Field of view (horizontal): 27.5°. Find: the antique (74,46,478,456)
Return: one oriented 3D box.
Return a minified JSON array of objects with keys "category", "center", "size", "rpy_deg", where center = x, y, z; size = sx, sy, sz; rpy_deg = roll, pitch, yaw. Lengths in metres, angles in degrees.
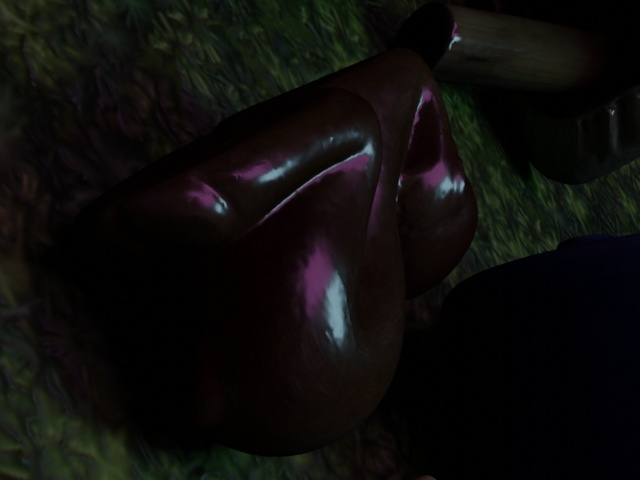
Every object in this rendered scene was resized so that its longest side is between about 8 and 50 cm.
[{"category":"antique","center":[0.000,0.000,0.620],"size":[0.143,0.121,0.257],"rpy_deg":[63,27,-11]}]

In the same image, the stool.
[{"category":"stool","center":[0.207,-0.244,0.998],"size":[0.226,0.310,0.310],"rpy_deg":[20,49,-44]}]

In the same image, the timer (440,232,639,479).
[{"category":"timer","center":[0.222,0.194,0.721],"size":[0.270,0.270,0.383],"rpy_deg":[8,72,-57]}]

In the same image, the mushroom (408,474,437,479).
[{"category":"mushroom","center":[0.054,0.244,0.513],"size":[0.109,0.097,0.351],"rpy_deg":[40,32,-36]}]
